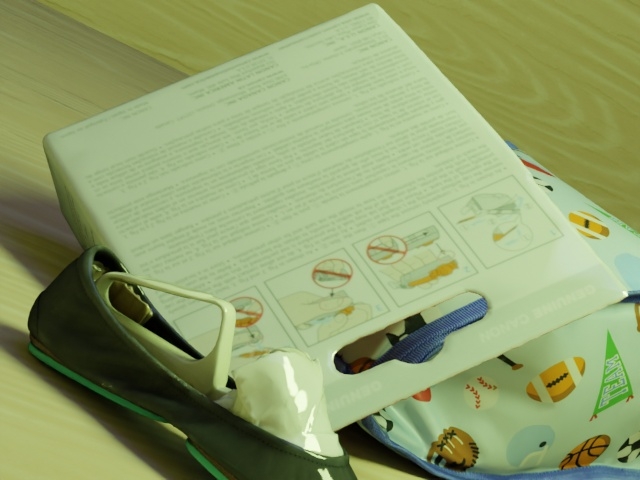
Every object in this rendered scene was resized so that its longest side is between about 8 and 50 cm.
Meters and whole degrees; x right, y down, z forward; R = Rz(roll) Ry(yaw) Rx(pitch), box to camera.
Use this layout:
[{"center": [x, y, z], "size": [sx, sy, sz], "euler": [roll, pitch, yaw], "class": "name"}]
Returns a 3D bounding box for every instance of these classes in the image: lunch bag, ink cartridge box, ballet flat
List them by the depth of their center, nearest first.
[{"center": [-0.065, 0.093, 1.047], "size": [0.280, 0.096, 0.095], "euler": [32, 9, 17], "class": "ballet flat"}, {"center": [0.000, 0.000, 1.269], "size": [0.385, 0.308, 0.091], "euler": [54, -19, 40], "class": "ink cartridge box"}, {"center": [0.103, 0.046, 1.434], "size": [0.385, 0.239, 0.328], "euler": [1, 25, -36], "class": "lunch bag"}]
